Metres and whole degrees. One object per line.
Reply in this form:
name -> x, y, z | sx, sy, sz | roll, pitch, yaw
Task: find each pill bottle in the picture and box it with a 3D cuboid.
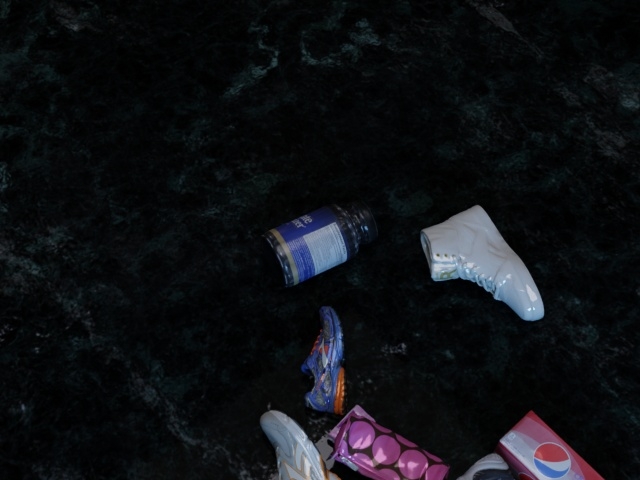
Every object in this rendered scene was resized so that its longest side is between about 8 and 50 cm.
pill bottle -> 0.000, 0.000, 1.764 | 0.219, 0.123, 0.123 | -25, 61, -15

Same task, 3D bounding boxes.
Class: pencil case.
pencil case -> 0.122, 0.391, 1.522 | 0.209, 0.095, 0.098 | 25, 26, 4

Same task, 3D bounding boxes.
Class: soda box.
soda box -> 0.431, 0.431, 1.521 | 0.092, 0.083, 0.263 | -37, 65, -21

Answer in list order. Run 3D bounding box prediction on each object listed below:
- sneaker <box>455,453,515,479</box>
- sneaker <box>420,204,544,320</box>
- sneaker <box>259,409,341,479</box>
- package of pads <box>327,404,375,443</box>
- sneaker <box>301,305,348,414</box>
sneaker -> 0.248, 0.515, 1.400 | 0.210, 0.137, 0.366 | 43, 47, 21
sneaker -> 0.310, 0.069, 1.741 | 0.169, 0.108, 0.292 | -21, 51, -11
sneaker -> -0.044, 0.418, 1.522 | 0.121, 0.099, 0.262 | -34, 63, -15
package of pads -> 0.057, 0.349, 1.599 | 0.050, 0.032, 0.083 | 40, 67, 17
sneaker -> 0.005, 0.224, 1.652 | 0.087, 0.083, 0.221 | -3, 56, 4
